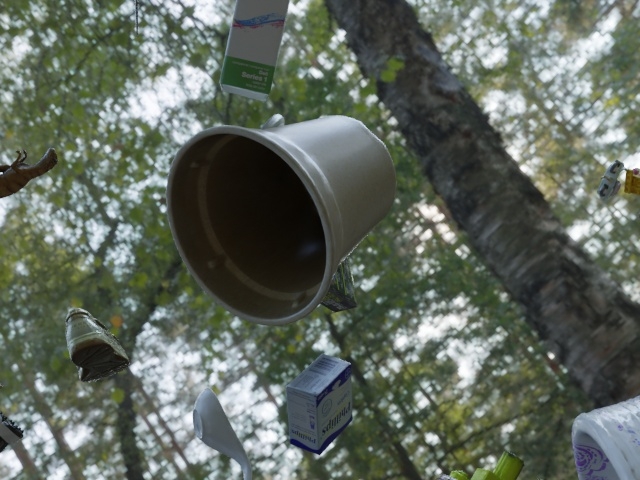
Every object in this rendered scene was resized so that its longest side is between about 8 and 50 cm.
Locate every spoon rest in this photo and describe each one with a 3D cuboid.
[{"bbox_3d":[-0.216,0.454,1.856,0.084,0.276,0.137,-6,-37,-25],"label":"spoon rest"}]

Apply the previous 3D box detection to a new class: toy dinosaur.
[{"bbox_3d":[-0.553,-0.096,1.450,0.211,0.064,0.112,-34,-60,7],"label":"toy dinosaur"}]

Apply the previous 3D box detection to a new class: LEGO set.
[{"bbox_3d":[0.617,-0.056,1.415,0.107,0.287,0.132,-32,-27,-30],"label":"LEGO set"}]

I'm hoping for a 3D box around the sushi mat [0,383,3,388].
[{"bbox_3d":[-0.724,0.339,1.477,0.316,0.019,0.151,-41,-26,-11],"label":"sushi mat"}]

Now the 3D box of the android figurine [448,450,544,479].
[{"bbox_3d":[0.292,0.505,1.419,0.273,0.248,0.056,-56,12,-18],"label":"android figurine"}]

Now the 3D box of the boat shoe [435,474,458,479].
[{"bbox_3d":[0.257,0.414,1.319,0.060,0.177,0.064,-53,-30,-45],"label":"boat shoe"}]

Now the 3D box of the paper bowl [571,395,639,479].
[{"bbox_3d":[0.372,0.293,0.841,0.148,0.284,0.284,-18,-24,1],"label":"paper bowl"}]

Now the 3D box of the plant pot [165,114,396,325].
[{"bbox_3d":[-0.035,-0.071,1.428,0.305,0.334,0.334,-33,-21,-48],"label":"plant pot"}]

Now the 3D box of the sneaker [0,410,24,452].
[{"bbox_3d":[-0.575,0.264,1.297,0.106,0.234,0.078,-49,-17,-19],"label":"sneaker"}]

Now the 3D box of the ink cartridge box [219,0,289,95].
[{"bbox_3d":[-0.143,-0.469,1.898,0.201,0.117,0.278,-134,56,-82],"label":"ink cartridge box"}]

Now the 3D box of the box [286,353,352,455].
[{"bbox_3d":[0.001,0.309,1.591,0.126,0.072,0.137,-36,-48,-48],"label":"box"}]

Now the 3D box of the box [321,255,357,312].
[{"bbox_3d":[0.000,0.000,1.800,0.060,0.270,0.216,-15,-20,16],"label":"box"}]

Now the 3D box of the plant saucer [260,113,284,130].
[{"bbox_3d":[-0.158,-0.095,1.933,0.401,0.100,0.400,-60,-1,-1],"label":"plant saucer"}]

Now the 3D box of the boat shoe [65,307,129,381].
[{"bbox_3d":[-0.449,0.213,1.681,0.104,0.089,0.285,-20,-19,-16],"label":"boat shoe"}]

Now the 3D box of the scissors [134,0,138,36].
[{"bbox_3d":[-0.358,-0.512,1.630,0.021,0.109,0.297,-14,-48,-23],"label":"scissors"}]
